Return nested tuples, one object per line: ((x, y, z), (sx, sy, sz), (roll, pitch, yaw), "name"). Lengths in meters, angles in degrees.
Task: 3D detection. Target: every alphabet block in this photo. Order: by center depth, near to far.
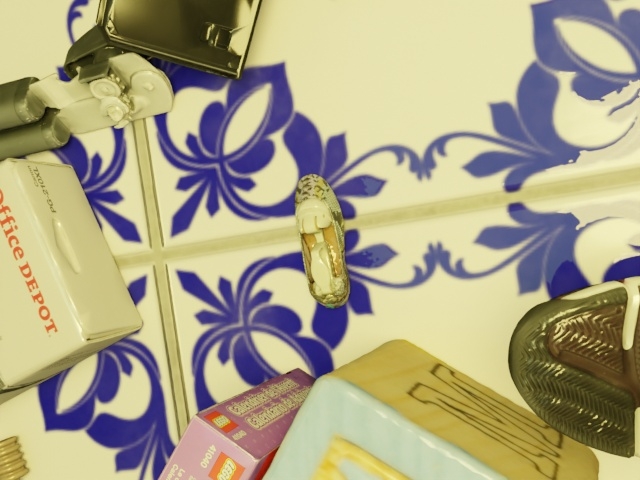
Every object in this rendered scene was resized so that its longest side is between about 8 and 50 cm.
((0.068, 0.202, 0.626), (0.193, 0.197, 0.192), (31, 101, 15), "alphabet block")

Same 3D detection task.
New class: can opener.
((-0.258, -0.124, 0.801), (0.280, 0.074, 0.093), (-14, 53, 16), "can opener")

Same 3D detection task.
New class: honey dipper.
((-0.274, 0.264, 0.830), (0.030, 0.030, 0.160), (-20, 90, 18), "honey dipper")

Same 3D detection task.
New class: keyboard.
((-0.045, -0.286, 0.694), (0.201, 0.033, 0.317), (13, 98, -18), "keyboard")

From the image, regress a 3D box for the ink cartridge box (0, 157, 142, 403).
((-0.304, 0.056, 0.794), (0.237, 0.100, 0.172), (-28, 83, 18), "ink cartridge box")

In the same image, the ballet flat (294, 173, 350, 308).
((0.000, 0.000, 0.725), (0.041, 0.041, 0.114), (-12, 87, 18), "ballet flat")

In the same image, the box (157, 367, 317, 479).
((-0.099, 0.247, 0.679), (0.057, 0.201, 0.293), (32, 100, 15), "box")

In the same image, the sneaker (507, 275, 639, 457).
((0.237, 0.065, 0.576), (0.281, 0.162, 0.106), (1, 98, -10), "sneaker")
